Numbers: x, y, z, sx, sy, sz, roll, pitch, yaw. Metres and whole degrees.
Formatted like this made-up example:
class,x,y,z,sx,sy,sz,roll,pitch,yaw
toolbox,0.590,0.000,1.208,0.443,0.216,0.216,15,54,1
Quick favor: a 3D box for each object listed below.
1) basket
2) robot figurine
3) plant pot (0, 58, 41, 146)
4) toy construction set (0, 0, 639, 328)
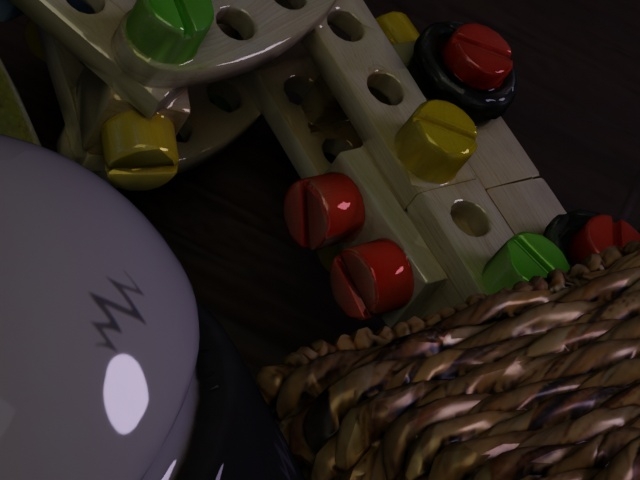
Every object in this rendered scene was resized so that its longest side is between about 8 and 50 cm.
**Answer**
class,x,y,z,sx,sy,sz,roll,pitch,yaw
basket,0.151,0.131,0.581,0.299,0.223,0.213,-16,116,-34
robot figurine,-0.079,0.105,0.439,0.174,0.278,0.209,-36,33,-18
plant pot,-0.275,0.045,0.564,0.353,0.366,0.366,-22,74,-26
toy construction set,0.000,0.000,0.699,0.215,0.151,0.327,-14,79,-38
